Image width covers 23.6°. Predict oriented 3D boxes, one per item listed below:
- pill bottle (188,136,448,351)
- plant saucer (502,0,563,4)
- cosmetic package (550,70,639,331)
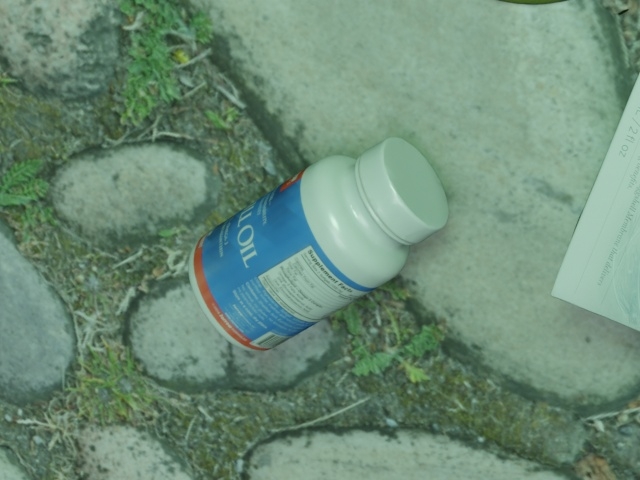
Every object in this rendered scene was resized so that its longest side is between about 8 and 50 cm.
[{"bbox_3d":[0.000,0.000,1.356,0.221,0.124,0.124,-32,100,28],"label":"pill bottle"},{"bbox_3d":[0.160,-0.298,1.206,0.241,0.037,0.241,9,117,17],"label":"plant saucer"},{"bbox_3d":[0.331,-0.031,1.211,0.225,0.138,0.224,22,120,8],"label":"cosmetic package"}]
